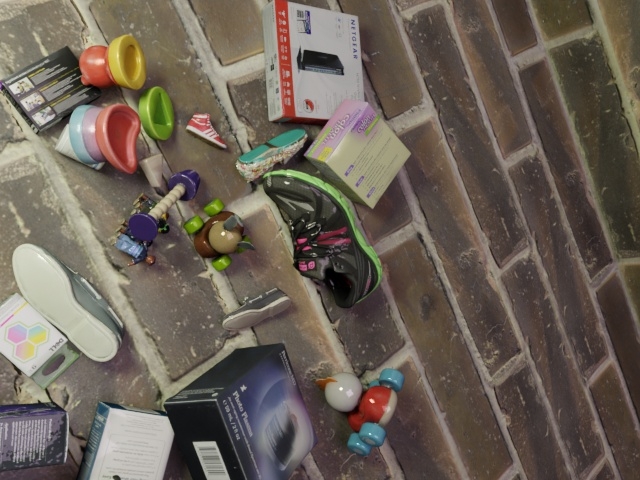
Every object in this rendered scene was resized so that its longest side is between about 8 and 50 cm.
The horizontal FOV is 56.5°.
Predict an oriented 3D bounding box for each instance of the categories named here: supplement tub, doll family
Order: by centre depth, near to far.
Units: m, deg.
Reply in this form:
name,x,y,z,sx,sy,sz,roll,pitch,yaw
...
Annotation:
name,x,y,z,sx,sy,sz,roll,pitch,yaw
supplement tub,-0.554,-0.218,1.394,0.107,0.071,0.071,28,72,-30
doll family,-0.430,-0.022,1.466,0.111,0.076,0.193,40,71,-30

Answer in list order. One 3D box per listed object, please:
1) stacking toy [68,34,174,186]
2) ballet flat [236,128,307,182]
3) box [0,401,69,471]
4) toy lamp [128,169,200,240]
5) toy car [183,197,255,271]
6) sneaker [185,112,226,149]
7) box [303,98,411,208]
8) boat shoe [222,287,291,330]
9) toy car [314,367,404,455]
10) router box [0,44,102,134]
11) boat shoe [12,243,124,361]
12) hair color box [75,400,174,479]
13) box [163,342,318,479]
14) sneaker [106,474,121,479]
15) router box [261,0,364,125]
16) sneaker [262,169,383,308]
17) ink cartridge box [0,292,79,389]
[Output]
name,x,y,z,sx,sy,sz,roll,pitch,yaw
stacking toy,-0.475,-0.286,1.402,0.279,0.130,0.308,60,32,-64
ballet flat,-0.136,-0.240,1.686,0.241,0.091,0.077,-31,134,-28
box,-0.646,0.406,1.236,0.207,0.153,0.108,5,83,-35
toy lamp,-0.365,-0.097,1.443,0.080,0.080,0.274,53,27,-19
toy car,-0.234,-0.019,1.524,0.149,0.188,0.155,-45,111,-28
sneaker,-0.295,-0.295,1.592,0.118,0.042,0.067,28,75,-27
box,0.113,-0.255,1.763,0.243,0.117,0.213,40,82,-39
boat shoe,-0.184,0.185,1.635,0.206,0.075,0.065,-19,54,-28
toy car,0.089,0.463,1.742,0.238,0.210,0.219,27,55,1
router box,-0.619,-0.348,1.374,0.179,0.046,0.133,-43,109,-29
boat shoe,-0.568,0.133,1.362,0.116,0.099,0.319,-34,102,15
hair color box,-0.467,0.563,1.372,0.174,0.105,0.347,21,75,-32
box,-0.182,0.451,1.472,0.294,0.183,0.296,-33,107,-57
sneaker,-0.399,0.634,1.273,0.182,0.127,0.315,-30,102,-30
router box,-0.017,-0.516,1.773,0.301,0.082,0.335,-4,89,-34
sneaker,0.000,0.000,1.686,0.483,0.185,0.202,51,58,-19
ink cartridge box,-0.637,0.225,1.309,0.109,0.062,0.209,-49,113,-28
